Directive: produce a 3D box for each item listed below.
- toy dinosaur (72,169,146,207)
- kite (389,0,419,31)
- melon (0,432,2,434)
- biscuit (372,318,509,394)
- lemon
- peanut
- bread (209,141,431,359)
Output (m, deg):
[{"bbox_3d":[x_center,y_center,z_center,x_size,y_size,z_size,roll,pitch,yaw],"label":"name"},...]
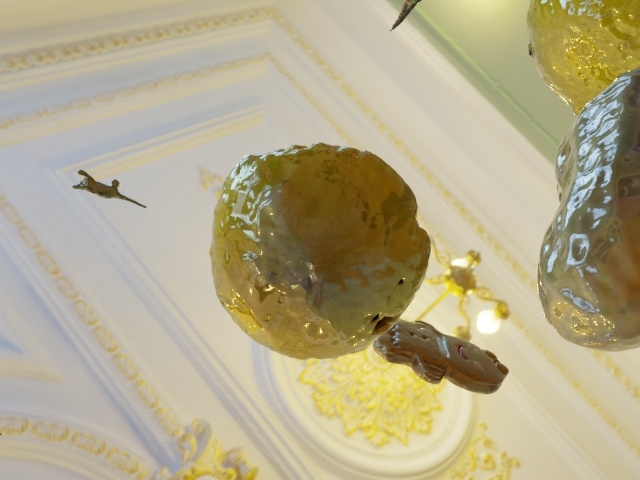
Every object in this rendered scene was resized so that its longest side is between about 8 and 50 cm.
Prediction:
[{"bbox_3d":[-0.299,-0.069,0.974,0.120,0.060,0.029,16,-102,1],"label":"toy dinosaur"},{"bbox_3d":[0.140,-0.320,0.806,0.009,0.189,0.232,41,-152,1],"label":"kite"},{"bbox_3d":[-0.543,0.306,0.993,0.168,0.114,0.114,-17,-120,-6],"label":"melon"},{"bbox_3d":[0.205,0.191,1.161,0.249,0.035,0.184,21,-161,-2],"label":"biscuit"},{"bbox_3d":[0.532,-0.367,1.120,0.350,0.387,0.349,0,-90,-41],"label":"lemon"},{"bbox_3d":[0.165,-0.024,0.363,0.094,0.083,0.194,12,-126,34],"label":"peanut"},{"bbox_3d":[0.001,0.004,0.611,0.197,0.197,0.170,36,-166,0],"label":"bread"}]
